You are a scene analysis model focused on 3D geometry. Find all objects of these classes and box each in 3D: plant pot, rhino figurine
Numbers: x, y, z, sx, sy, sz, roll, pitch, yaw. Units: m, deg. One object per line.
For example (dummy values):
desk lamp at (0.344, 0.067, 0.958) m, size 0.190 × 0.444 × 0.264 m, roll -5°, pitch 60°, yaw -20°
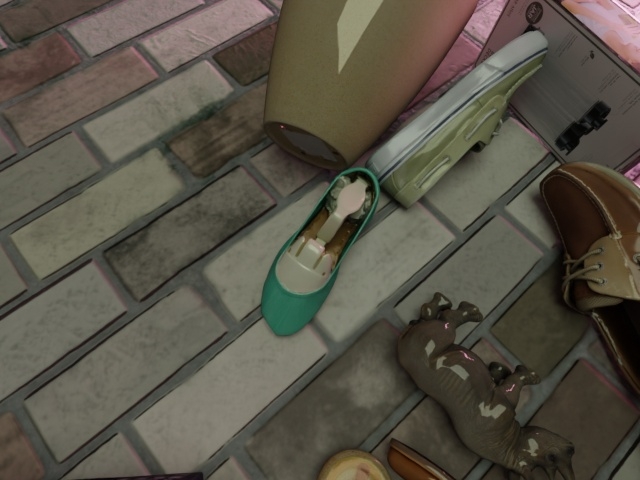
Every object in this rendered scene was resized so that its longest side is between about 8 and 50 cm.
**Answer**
plant pot at (0.037, -0.245, 0.557) m, size 0.257 × 0.256 × 0.273 m, roll 24°, pitch 83°, yaw 7°
rhino figurine at (0.184, 0.176, 0.457) m, size 0.106 × 0.073 × 0.243 m, roll -34°, pitch 74°, yaw -21°

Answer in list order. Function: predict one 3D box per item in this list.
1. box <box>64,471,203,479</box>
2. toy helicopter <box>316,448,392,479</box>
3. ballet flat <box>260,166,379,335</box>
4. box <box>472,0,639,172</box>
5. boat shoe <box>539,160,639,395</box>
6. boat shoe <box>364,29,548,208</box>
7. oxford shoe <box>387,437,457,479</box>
box at (-0.232, 0.242, 0.342) m, size 0.233 × 0.183 × 0.059 m, roll -2°, pitch 66°, yaw -5°
toy helicopter at (0.042, 0.377, 0.351) m, size 0.235 × 0.140 × 0.354 m, roll -13°, pitch 57°, yaw 1°
ballet flat at (0.000, 0.000, 0.514) m, size 0.083 × 0.087 × 0.247 m, roll 29°, pitch 68°, yaw 9°
box at (0.374, -0.234, 0.598) m, size 0.087 × 0.169 × 0.289 m, roll -26°, pitch 69°, yaw -17°
boat shoe at (0.365, 0.044, 0.502) m, size 0.117 × 0.123 × 0.324 m, roll -20°, pitch 67°, yaw -9°
boat shoe at (0.202, -0.166, 0.582) m, size 0.302 × 0.109 × 0.094 m, roll -40°, pitch 91°, yaw 3°
oxford shoe at (0.140, 0.290, 0.405) m, size 0.212 × 0.076 × 0.076 m, roll 43°, pitch 77°, yaw 13°
